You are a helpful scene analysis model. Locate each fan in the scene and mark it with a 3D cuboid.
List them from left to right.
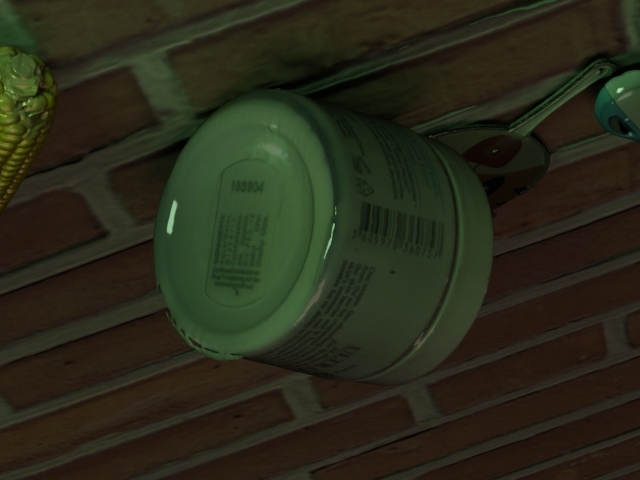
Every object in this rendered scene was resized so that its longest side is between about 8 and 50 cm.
[{"bbox_3d":[0.126,-0.067,1.390,0.152,0.008,0.226,13,139,-43],"label":"fan"}]

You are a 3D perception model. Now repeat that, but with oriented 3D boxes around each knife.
[{"bbox_3d":[0.258,-0.083,1.421,0.064,0.031,0.222,-33,152,17],"label":"knife"}]

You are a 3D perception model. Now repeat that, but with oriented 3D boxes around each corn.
[{"bbox_3d":[-0.213,-0.045,1.160,0.067,0.067,0.206,0,147,-31],"label":"corn"}]

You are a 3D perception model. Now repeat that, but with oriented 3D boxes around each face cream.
[{"bbox_3d":[0.000,0.000,1.253,0.153,0.177,0.177,14,138,-43],"label":"face cream"}]
